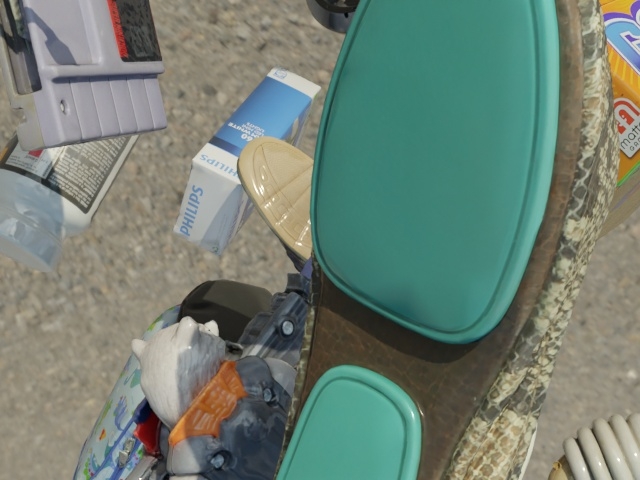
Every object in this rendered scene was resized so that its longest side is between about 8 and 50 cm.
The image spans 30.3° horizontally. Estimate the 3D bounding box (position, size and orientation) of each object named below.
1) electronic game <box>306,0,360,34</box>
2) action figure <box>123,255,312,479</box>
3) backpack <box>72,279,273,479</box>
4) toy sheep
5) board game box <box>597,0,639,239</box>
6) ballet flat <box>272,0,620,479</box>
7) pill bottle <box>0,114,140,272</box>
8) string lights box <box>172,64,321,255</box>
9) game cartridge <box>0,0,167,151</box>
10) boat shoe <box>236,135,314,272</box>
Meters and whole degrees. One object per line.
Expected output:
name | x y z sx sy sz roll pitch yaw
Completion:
electronic game | 0.069 -0.395 1.651 0.048 0.229 0.229 24 104 -47
action figure | -0.007 0.158 0.980 0.330 0.179 0.341 39 65 -22
backpack | -0.204 0.265 1.710 0.274 0.290 0.355 10 121 -10
toy sheep | 0.252 0.188 0.990 0.132 0.091 0.091 -20 126 3
board game box | 0.312 -0.203 1.590 0.356 0.356 0.356 -27 160 -45
ballet flat | 0.071 0.051 0.654 0.182 0.164 0.482 -10 118 -47
pill bottle | -0.376 -0.105 1.693 0.162 0.162 0.278 41 67 -38
string lights box | -0.097 -0.112 1.584 0.077 0.259 0.133 27 133 5
game cartridge | -0.240 -0.268 1.109 0.068 0.230 0.354 -10 96 23
boat shoe | 0.000 0.000 1.392 0.285 0.092 0.103 43 63 -10
